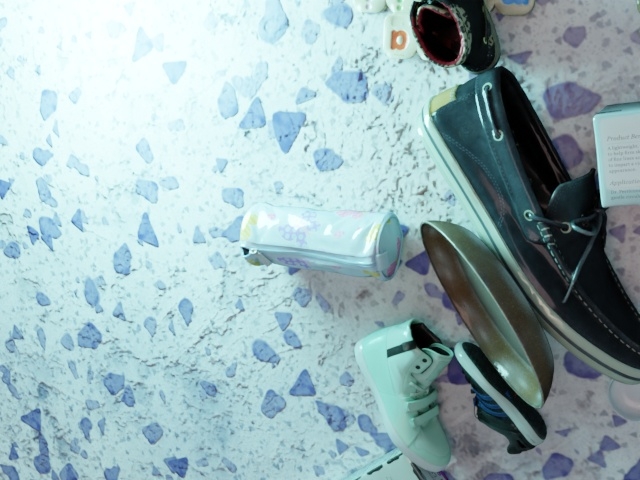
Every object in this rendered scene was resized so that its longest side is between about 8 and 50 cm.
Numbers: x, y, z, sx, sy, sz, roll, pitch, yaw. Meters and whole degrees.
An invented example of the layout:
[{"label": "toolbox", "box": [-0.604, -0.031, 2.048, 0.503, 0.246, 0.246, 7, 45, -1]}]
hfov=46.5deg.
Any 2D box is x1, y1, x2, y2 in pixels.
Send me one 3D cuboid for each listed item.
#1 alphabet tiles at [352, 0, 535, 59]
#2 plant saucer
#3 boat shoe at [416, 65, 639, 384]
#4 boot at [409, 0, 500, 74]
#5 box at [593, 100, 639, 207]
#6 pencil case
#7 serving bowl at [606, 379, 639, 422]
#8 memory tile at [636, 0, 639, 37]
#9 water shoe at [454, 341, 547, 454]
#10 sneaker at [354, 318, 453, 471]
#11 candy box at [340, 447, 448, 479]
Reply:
[{"label": "alphabet tiles", "box": [0.183, -0.412, 1.113, 0.283, 0.021, 0.278, 9, 105, 24]}, {"label": "plant saucer", "box": [0.244, 0.094, 1.074, 0.050, 0.310, 0.311, -32, 87, -2]}, {"label": "boat shoe", "box": [0.328, -0.027, 1.045, 0.156, 0.186, 0.500, -38, 79, 34]}, {"label": "boot", "box": [0.167, -0.340, 1.024, 0.085, 0.178, 0.237, -23, 92, 29]}, {"label": "box", "box": [0.457, -0.121, 0.956, 0.180, 0.182, 0.119, -3, 103, 27]}, {"label": "pencil case", "box": [0.000, 0.000, 1.244, 0.273, 0.124, 0.114, 5, 104, 24]}, {"label": "serving bowl", "box": [0.475, 0.228, 1.116, 0.083, 0.027, 0.084, 7, 105, 25]}, {"label": "memory tile", "box": [0.497, -0.323, 0.984, 0.147, 0.012, 0.113, -2, 101, 26]}, {"label": "water shoe", "box": [0.271, 0.258, 1.199, 0.203, 0.073, 0.080, 50, 120, 8]}, {"label": "sneaker", "box": [0.170, 0.253, 1.224, 0.151, 0.094, 0.256, -35, 83, 41]}, {"label": "candy box", "box": [0.122, 0.474, 1.324, 0.233, 0.071, 0.159, -38, 84, 29]}]
